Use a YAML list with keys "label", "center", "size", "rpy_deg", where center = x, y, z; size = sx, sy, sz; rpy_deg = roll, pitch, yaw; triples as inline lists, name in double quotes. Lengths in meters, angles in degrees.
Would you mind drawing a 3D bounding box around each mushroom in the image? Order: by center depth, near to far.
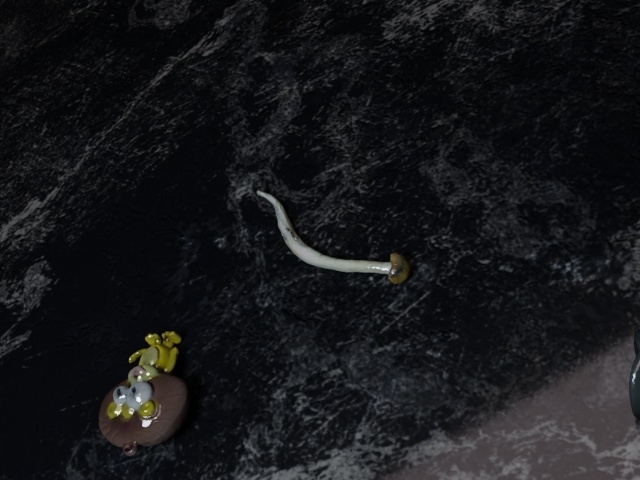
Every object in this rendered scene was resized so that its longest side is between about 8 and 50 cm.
- label: "mushroom"
  center: [0.001, 0.002, 1.073]
  size: [0.306, 0.043, 0.068]
  rpy_deg: [24, 61, 34]

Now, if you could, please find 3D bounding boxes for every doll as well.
- label: "doll"
  center: [-0.263, 0.223, 1.062]
  size: [0.145, 0.096, 0.188]
  rpy_deg: [-26, 47, 4]

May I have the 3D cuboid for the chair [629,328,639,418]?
- label: "chair"
  center: [0.432, 0.118, 0.777]
  size: [0.222, 0.104, 0.095]
  rpy_deg: [-20, 33, 11]
